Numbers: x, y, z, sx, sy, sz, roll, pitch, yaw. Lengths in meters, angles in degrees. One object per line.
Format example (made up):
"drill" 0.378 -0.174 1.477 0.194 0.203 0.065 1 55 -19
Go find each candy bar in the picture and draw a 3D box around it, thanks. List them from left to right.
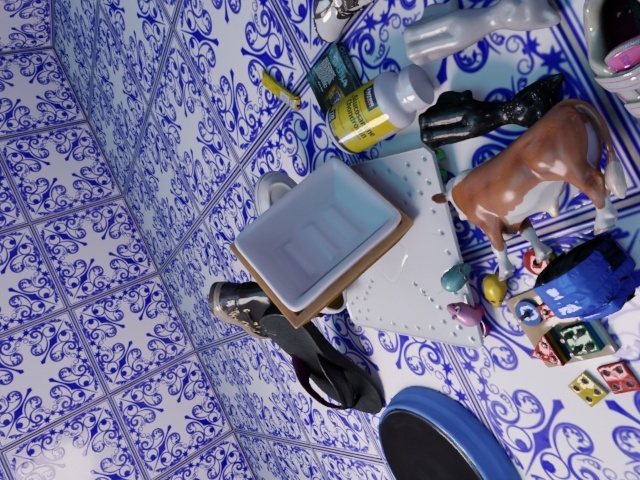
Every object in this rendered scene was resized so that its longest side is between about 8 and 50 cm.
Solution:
"candy bar" -0.101 -0.367 1.152 0.161 0.018 0.040 44 145 30

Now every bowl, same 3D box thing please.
"bowl" 0.289 0.543 1.125 0.391 0.077 0.391 34 136 41

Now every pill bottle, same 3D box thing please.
"pill bottle" 0.105 -0.234 0.842 0.184 0.103 0.103 -23 91 43

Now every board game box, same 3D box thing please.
"board game box" 0.045 -0.292 0.979 0.126 0.026 0.186 -24 90 56
"board game box" 0.150 0.018 1.008 0.390 0.050 0.390 -2 108 56

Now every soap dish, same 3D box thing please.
"soap dish" 0.000 0.000 0.923 0.229 0.291 0.118 45 173 27

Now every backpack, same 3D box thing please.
"backpack" 0.367 0.059 0.651 0.101 0.120 0.098 55 146 16

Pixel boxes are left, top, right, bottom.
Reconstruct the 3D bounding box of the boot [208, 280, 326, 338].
"boot" -0.097 0.186 1.347 0.284 0.377 0.138 -12 62 25

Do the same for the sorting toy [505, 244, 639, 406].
"sorting toy" 0.380 0.150 0.763 0.274 0.046 0.132 60 148 9

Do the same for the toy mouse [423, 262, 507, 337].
"toy mouse" 0.254 0.100 0.834 0.143 0.031 0.161 -1 105 16

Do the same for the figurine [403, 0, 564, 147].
"figurine" 0.241 -0.252 0.680 0.209 0.092 0.215 3 113 46

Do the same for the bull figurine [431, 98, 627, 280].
"bull figurine" 0.284 -0.060 0.677 0.188 0.101 0.310 65 158 14

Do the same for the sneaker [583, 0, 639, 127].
"sneaker" 0.358 -0.185 0.513 0.252 0.111 0.103 62 148 6

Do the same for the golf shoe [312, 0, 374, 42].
"golf shoe" 0.048 -0.429 0.839 0.094 0.077 0.198 52 147 21

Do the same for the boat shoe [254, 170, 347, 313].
"boat shoe" -0.036 0.006 1.072 0.367 0.136 0.156 68 164 -6

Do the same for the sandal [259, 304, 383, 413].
"sandal" -0.005 0.346 1.235 0.167 0.107 0.446 -24 119 39
